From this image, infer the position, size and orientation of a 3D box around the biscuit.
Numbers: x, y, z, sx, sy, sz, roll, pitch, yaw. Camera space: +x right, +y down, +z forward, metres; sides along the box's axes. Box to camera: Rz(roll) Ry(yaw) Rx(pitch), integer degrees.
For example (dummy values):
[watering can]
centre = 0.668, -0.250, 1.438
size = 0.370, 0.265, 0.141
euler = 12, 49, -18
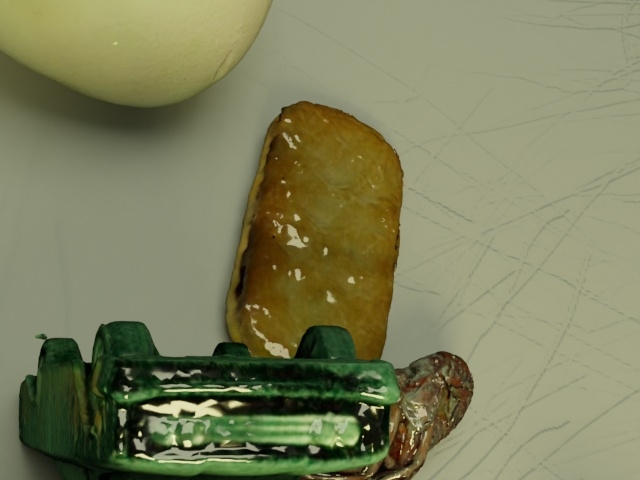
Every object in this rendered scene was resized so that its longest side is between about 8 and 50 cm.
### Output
[biscuit]
centre = 0.000, 0.000, 0.930
size = 0.118, 0.029, 0.247
euler = 22, 52, -15

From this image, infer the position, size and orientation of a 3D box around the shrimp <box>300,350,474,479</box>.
[shrimp]
centre = 0.021, 0.124, 0.830
size = 0.190, 0.075, 0.073
euler = -19, 108, -19

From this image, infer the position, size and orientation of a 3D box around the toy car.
[toy car]
centre = -0.072, 0.096, 0.671
size = 0.141, 0.320, 0.097
euler = 3, 82, -19

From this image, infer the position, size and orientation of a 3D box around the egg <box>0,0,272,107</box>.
[egg]
centre = -0.160, -0.200, 0.924
size = 0.286, 0.174, 0.264
euler = 30, 47, 32
